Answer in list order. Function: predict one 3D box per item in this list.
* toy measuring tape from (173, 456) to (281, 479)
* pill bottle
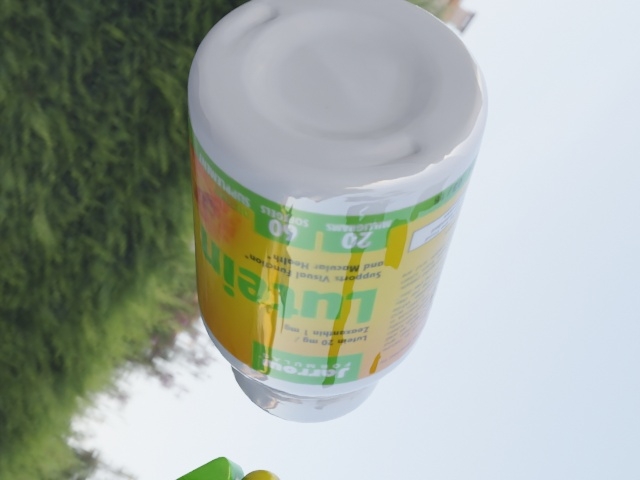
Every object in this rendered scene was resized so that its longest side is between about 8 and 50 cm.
[{"bbox_3d":[-0.174,0.301,0.817,0.330,0.121,0.121,-28,-164,1],"label":"toy measuring tape"},{"bbox_3d":[0.000,0.000,0.508,0.245,0.136,0.136,97,11,-52],"label":"pill bottle"}]
